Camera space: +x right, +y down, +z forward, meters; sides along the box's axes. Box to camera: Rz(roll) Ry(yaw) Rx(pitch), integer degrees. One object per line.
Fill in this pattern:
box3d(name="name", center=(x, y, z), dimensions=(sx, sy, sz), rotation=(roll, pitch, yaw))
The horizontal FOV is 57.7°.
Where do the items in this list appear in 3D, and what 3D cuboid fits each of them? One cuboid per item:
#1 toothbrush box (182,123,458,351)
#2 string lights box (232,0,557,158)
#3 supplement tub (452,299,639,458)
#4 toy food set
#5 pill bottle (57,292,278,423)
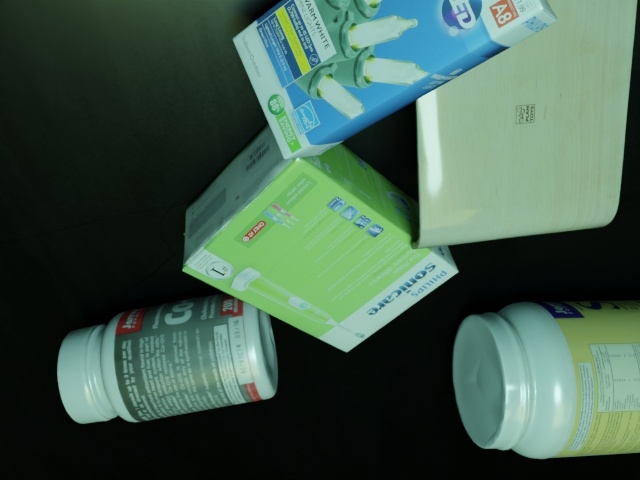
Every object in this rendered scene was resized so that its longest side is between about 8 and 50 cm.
box3d(name="toothbrush box", center=(0.000, 0.000, 0.744), dimensions=(0.283, 0.122, 0.206), rotation=(32, 120, -31))
box3d(name="string lights box", center=(0.056, -0.190, 0.523), dimensions=(0.259, 0.076, 0.133), rotation=(-25, 88, 33))
box3d(name="supplement tub", center=(0.404, 0.216, 0.925), dimensions=(0.331, 0.241, 0.241), rotation=(0, 133, -9))
box3d(name="toy food set", center=(0.201, -0.142, 0.626), dimensions=(0.219, 0.092, 0.306), rotation=(-7, 109, -2))
box3d(name="pill bottle", center=(-0.214, 0.171, 0.844), dimensions=(0.283, 0.161, 0.161), rotation=(-10, 133, 1))
